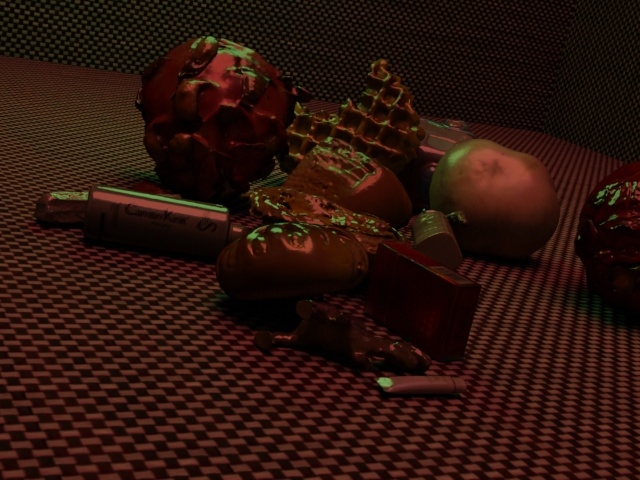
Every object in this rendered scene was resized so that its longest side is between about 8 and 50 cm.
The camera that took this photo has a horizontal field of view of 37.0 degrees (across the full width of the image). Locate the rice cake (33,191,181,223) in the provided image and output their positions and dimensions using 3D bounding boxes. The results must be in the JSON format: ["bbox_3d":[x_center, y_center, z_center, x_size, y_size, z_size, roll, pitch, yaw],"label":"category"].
[{"bbox_3d":[-0.334,-0.050,1.546,0.256,0.052,0.057,-1,-8,-39],"label":"rice cake"}]

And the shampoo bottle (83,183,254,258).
[{"bbox_3d":[-0.225,-0.024,1.464,0.262,0.085,0.085,10,15,-11],"label":"shampoo bottle"}]

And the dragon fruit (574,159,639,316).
[{"bbox_3d":[0.586,-0.005,1.674,0.277,0.278,0.342,20,27,29],"label":"dragon fruit"}]

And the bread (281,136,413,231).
[{"bbox_3d":[0.059,-0.086,1.786,0.204,0.163,0.262,33,37,27],"label":"bread"}]

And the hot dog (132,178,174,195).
[{"bbox_3d":[-0.294,-0.079,1.701,0.062,0.038,0.144,3,17,-29],"label":"hot dog"}]

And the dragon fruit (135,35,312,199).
[{"bbox_3d":[-0.212,-0.211,1.772,0.296,0.314,0.263,45,35,-18],"label":"dragon fruit"}]

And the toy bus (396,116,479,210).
[{"bbox_3d":[0.212,-0.167,2.162,0.294,0.197,0.232,16,25,11],"label":"toy bus"}]

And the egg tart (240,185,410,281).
[{"bbox_3d":[0.000,0.000,1.526,0.290,0.107,0.291,17,11,-3],"label":"egg tart"}]

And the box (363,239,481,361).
[{"bbox_3d":[0.135,0.080,1.317,0.048,0.112,0.175,0,18,-36],"label":"box"}]

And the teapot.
[{"bbox_3d":[0.218,-0.009,1.717,0.107,0.077,0.200,-28,13,9],"label":"teapot"}]

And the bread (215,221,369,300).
[{"bbox_3d":[-0.043,0.027,1.307,0.213,0.105,0.213,-8,-2,0],"label":"bread"}]

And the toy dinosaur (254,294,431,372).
[{"bbox_3d":[0.009,0.112,1.230,0.199,0.072,0.251,12,-1,-43],"label":"toy dinosaur"}]

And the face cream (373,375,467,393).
[{"bbox_3d":[0.120,0.173,1.141,0.115,0.020,0.038,3,18,-22],"label":"face cream"}]

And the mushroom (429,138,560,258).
[{"bbox_3d":[0.336,-0.068,1.902,0.253,0.234,0.260,-23,68,-14],"label":"mushroom"}]

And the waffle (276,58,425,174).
[{"bbox_3d":[0.051,-0.228,2.032,0.324,0.261,0.151,-18,-27,9],"label":"waffle"}]
